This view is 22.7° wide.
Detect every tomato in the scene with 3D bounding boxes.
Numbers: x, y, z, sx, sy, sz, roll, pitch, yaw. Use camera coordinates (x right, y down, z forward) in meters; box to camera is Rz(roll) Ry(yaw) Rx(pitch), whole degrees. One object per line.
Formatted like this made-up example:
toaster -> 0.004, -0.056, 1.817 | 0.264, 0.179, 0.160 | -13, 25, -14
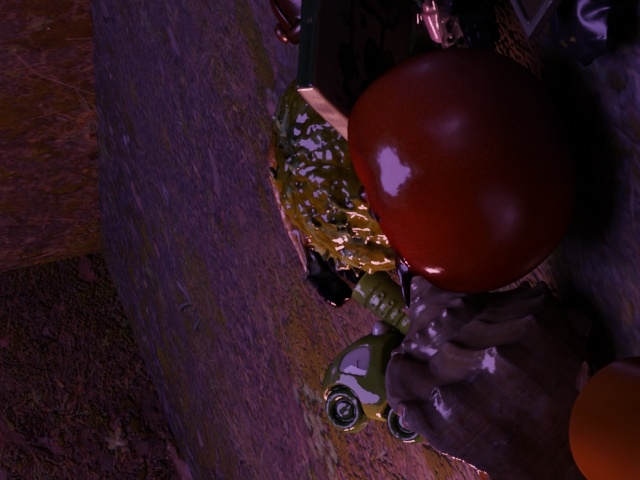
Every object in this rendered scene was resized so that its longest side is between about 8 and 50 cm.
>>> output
tomato -> 0.146, -0.073, 1.641 | 0.256, 0.224, 0.256 | 48, -152, -37

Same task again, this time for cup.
cup -> 0.335, 0.165, 1.357 | 0.226, 0.182, 0.264 | -66, 20, -1

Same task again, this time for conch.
conch -> 0.201, 0.156, 1.686 | 0.324, 0.263, 0.186 | 37, 127, 14

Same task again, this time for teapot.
teapot -> -0.007, -0.298, 2.053 | 0.178, 0.135, 0.252 | 43, -159, -11

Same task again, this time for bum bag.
bum bag -> 0.247, -0.279, 1.503 | 0.106, 0.060, 0.233 | -149, 49, -61

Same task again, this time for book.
book -> 0.045, -0.287, 1.757 | 0.260, 0.043, 0.371 | 40, -130, -62

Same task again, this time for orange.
orange -> 0.046, -0.109, 1.980 | 0.301, 0.223, 0.300 | -162, 67, -71

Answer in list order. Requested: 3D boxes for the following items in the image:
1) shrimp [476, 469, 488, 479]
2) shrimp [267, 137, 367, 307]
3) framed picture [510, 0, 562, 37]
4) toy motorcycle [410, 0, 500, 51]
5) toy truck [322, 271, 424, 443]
shrimp -> 0.220, 0.295, 1.962 | 0.154, 0.062, 0.294 | -156, 55, -76
shrimp -> 0.000, 0.000, 2.426 | 0.445, 0.085, 0.272 | -128, 26, -60
framed picture -> 0.215, -0.339, 1.459 | 0.260, 0.023, 0.189 | -59, 42, 48
toy motorcycle -> 0.134, -0.334, 1.720 | 0.188, 0.143, 0.327 | -110, 3, -52
toy truck -> 0.109, 0.158, 2.055 | 0.187, 0.148, 0.211 | 25, 108, 24
